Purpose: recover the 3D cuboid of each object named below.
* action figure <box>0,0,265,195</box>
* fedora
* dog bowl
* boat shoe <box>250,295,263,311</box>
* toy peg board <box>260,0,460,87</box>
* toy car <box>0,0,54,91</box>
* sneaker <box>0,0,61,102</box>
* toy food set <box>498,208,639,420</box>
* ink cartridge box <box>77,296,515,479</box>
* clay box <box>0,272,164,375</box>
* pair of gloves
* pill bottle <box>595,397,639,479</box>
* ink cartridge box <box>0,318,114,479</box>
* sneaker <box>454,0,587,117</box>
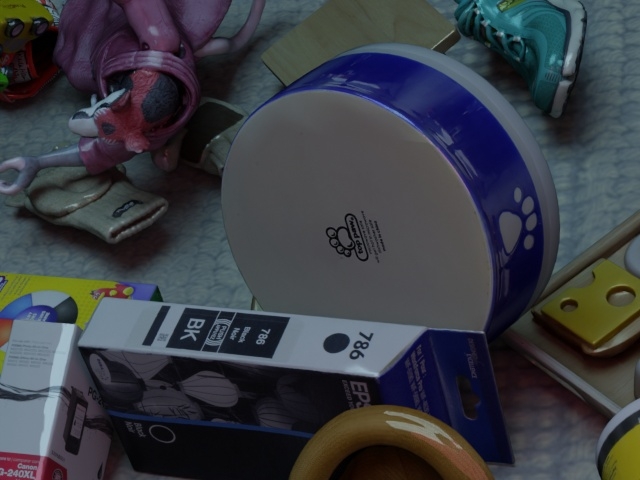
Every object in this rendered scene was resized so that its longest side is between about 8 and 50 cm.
[{"bbox_3d":[-0.170,-0.167,1.900,0.276,0.248,0.370,9,28,-14],"label":"action figure"},{"bbox_3d":[0.065,0.215,1.466,0.194,0.194,0.079,3,8,21],"label":"fedora"},{"bbox_3d":[0.053,-0.019,1.553,0.265,0.265,0.104,15,32,31],"label":"dog bowl"},{"bbox_3d":[0.000,0.000,1.754,0.089,0.104,0.285,4,56,9],"label":"boat shoe"},{"bbox_3d":[0.052,-0.175,1.954,0.160,0.079,0.161,-39,43,-2],"label":"toy peg board"},{"bbox_3d":[-0.364,-0.203,1.925,0.239,0.053,0.225,16,28,-32],"label":"toy car"},{"bbox_3d":[-0.399,-0.189,2.087,0.270,0.090,0.145,-28,40,-17],"label":"sneaker"},{"bbox_3d":[0.300,0.025,1.625,0.306,0.092,0.220,-35,45,-20],"label":"toy food set"},{"bbox_3d":[-0.019,0.133,1.556,0.333,0.165,0.065,3,45,22],"label":"ink cartridge box"},{"bbox_3d":[-0.264,0.092,1.763,0.222,0.053,0.127,4,45,21],"label":"clay box"},{"bbox_3d":[-0.177,-0.077,1.926,0.204,0.042,0.240,20,46,42],"label":"pair of gloves"},{"bbox_3d":[0.284,0.216,1.402,0.119,0.119,0.208,-16,42,0],"label":"pill bottle"},{"bbox_3d":[-0.222,0.153,1.604,0.063,0.109,0.150,3,68,21],"label":"ink cartridge box"},{"bbox_3d":[0.187,-0.204,1.890,0.110,0.107,0.275,6,29,-15],"label":"sneaker"}]
